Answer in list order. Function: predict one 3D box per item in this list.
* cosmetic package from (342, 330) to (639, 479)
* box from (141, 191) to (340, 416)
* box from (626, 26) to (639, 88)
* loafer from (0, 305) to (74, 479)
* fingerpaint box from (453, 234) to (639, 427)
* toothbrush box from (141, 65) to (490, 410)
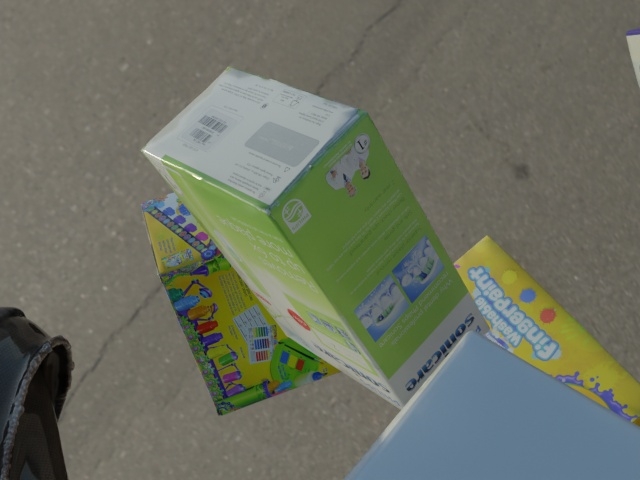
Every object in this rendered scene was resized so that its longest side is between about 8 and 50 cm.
[{"bbox_3d":[0.118,0.281,0.622,0.230,0.453,0.161,31,58,22],"label":"cosmetic package"},{"bbox_3d":[-0.071,0.057,1.521,0.279,0.290,0.177,-19,39,-5],"label":"box"},{"bbox_3d":[0.383,-0.190,1.015,0.137,0.072,0.126,-19,9,2],"label":"box"},{"bbox_3d":[-0.159,0.192,0.514,0.130,0.133,0.365,6,47,-6],"label":"loafer"},{"bbox_3d":[0.430,0.249,1.878,0.163,0.371,0.445,-41,49,1],"label":"fingerpaint box"},{"bbox_3d":[0.000,0.000,0.955,0.122,0.283,0.206,-47,40,-14],"label":"toothbrush box"}]
